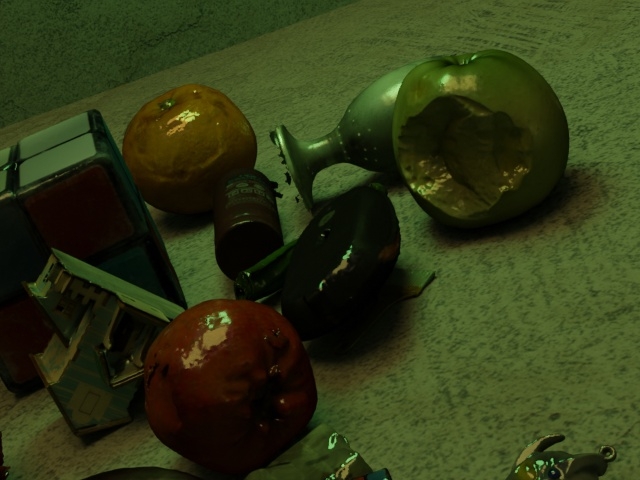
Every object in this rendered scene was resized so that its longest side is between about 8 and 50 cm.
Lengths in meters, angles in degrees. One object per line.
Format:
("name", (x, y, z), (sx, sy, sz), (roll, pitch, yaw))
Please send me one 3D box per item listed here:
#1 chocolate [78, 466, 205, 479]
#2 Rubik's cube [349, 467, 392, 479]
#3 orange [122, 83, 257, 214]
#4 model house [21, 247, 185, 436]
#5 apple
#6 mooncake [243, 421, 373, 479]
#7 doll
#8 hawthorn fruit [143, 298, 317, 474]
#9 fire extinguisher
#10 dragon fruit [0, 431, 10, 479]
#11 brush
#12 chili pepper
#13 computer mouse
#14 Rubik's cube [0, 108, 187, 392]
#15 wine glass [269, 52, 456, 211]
("chocolate", (-0.152, 0.360, 0.817), (0.383, 0.384, 0.331), (-14, 10, 16))
("Rubik's cube", (0.042, 0.294, 1.045), (0.092, 0.092, 0.092), (-19, 24, 4))
("orange", (-0.253, -0.170, 2.095), (0.261, 0.261, 0.261), (-18, 24, 8))
("model house", (-0.310, 0.164, 1.514), (0.206, 0.271, 0.178), (-60, 32, 2))
("apple", (0.245, -0.158, 1.647), (0.279, 0.279, 0.279), (-18, 24, 8))
("mooncake", (-0.008, 0.271, 1.158), (0.125, 0.073, 0.130), (-32, 23, -15))
("doll", (0.203, 0.253, 1.036), (0.194, 0.062, 0.104), (-32, 24, -6))
("hawthorn fruit", (-0.123, 0.167, 1.333), (0.211, 0.211, 0.299), (-28, 14, -14))
("fire extinguisher", (-0.121, -0.044, 1.875), (0.135, 0.114, 0.337), (11, 22, -12))
("dragon fruit", (-0.538, 0.285, 1.395), (0.252, 0.241, 0.241), (-16, 19, -27))
("brush", (0.079, 0.100, 1.523), (0.083, 0.011, 0.205), (2, 34, 41))
("chili pepper", (0.000, 0.000, 1.732), (0.076, 0.085, 0.359), (40, 50, 20))
("computer mouse", (0.037, 0.035, 1.535), (0.183, 0.116, 0.323), (-43, 14, 24))
("Rubik's cube", (-0.433, 0.006, 1.772), (0.313, 0.318, 0.316), (-25, 25, -5))
("wine glass", (0.100, -0.190, 1.897), (0.356, 0.191, 0.190), (-19, 24, 3))
